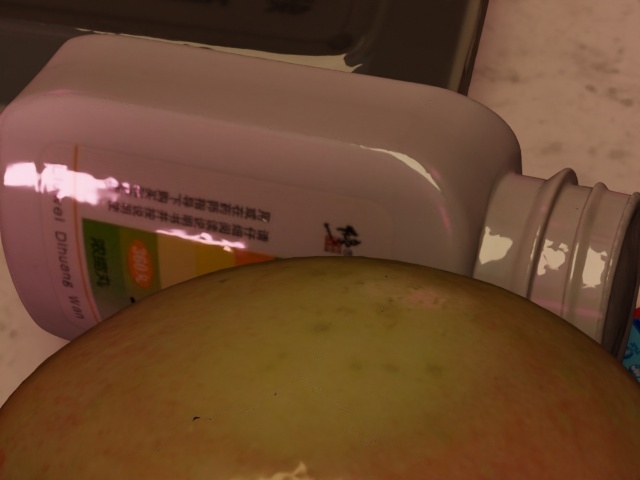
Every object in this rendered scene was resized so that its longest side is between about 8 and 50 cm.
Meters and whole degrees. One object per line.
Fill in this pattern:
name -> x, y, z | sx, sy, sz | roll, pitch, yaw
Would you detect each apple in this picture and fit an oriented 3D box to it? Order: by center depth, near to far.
apple -> -0.002, 0.155, 0.695 | 0.319, 0.319, 0.277 | -44, 44, -19

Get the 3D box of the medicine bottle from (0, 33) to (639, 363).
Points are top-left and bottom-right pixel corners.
medicine bottle -> 0.000, 0.000, 0.853 | 0.324, 0.179, 0.124 | 11, 39, 16

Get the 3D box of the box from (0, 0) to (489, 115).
box -> -0.068, -0.200, 1.054 | 0.367, 0.090, 0.373 | 8, 58, 12

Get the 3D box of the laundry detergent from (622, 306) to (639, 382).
laundry detergent -> 0.156, 0.090, 0.869 | 0.165, 0.049, 0.097 | -21, 54, -3
